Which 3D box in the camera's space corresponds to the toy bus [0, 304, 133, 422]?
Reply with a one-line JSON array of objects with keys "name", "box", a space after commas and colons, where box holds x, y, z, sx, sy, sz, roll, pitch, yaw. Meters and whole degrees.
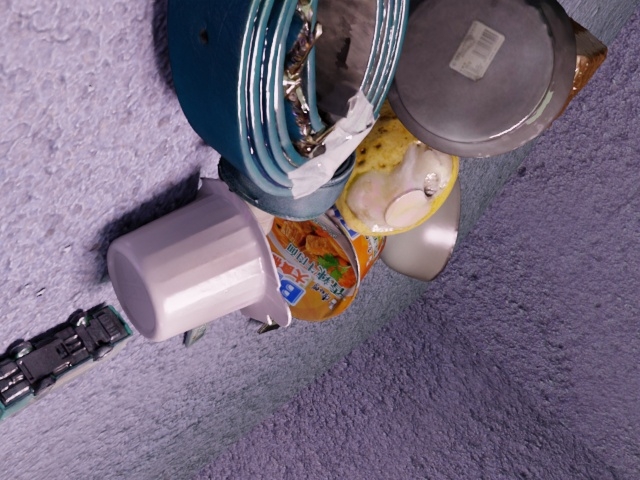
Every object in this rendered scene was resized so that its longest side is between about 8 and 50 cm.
[{"name": "toy bus", "box": [-0.448, 0.204, 1.287, 0.261, 0.091, 0.109, -29, 167, -46]}]

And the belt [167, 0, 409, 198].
[{"name": "belt", "box": [-0.032, -0.260, 0.976, 0.300, 0.173, 0.437, -34, 151, -28]}]

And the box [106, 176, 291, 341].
[{"name": "box", "box": [-0.212, 0.069, 1.256, 0.206, 0.291, 0.262, -25, 158, -30]}]

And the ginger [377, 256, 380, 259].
[{"name": "ginger", "box": [0.243, -0.057, 2.398, 0.270, 0.123, 0.219, -46, 180, -33]}]

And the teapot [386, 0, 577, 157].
[{"name": "teapot", "box": [0.294, -0.338, 1.296, 0.376, 0.305, 0.362, -61, 172, 20]}]

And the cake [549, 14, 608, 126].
[{"name": "cake", "box": [0.507, -0.436, 1.868, 0.282, 0.290, 0.256, -32, 160, -52]}]

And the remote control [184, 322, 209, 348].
[{"name": "remote control", "box": [-0.291, 0.203, 1.793, 0.061, 0.029, 0.162, -35, 165, -31]}]

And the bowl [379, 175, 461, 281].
[{"name": "bowl", "box": [0.232, -0.069, 2.092, 0.185, 0.354, 0.354, 7, 142, -14]}]

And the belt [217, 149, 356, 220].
[{"name": "belt", "box": [-0.046, -0.142, 1.269, 0.267, 0.206, 0.116, -39, 164, -55]}]

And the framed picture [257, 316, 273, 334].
[{"name": "framed picture", "box": [-0.068, 0.171, 2.233, 0.265, 0.016, 0.347, -48, 173, 2]}]

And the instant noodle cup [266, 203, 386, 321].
[{"name": "instant noodle cup", "box": [0.000, 0.000, 1.655, 0.214, 0.296, 0.296, -42, 166, -51]}]

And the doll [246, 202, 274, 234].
[{"name": "doll", "box": [-0.126, -0.072, 1.439, 0.149, 0.095, 0.192, -35, 163, -31]}]

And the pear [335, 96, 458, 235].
[{"name": "pear", "box": [0.123, -0.136, 1.440, 0.271, 0.271, 0.271, -43, 164, -16]}]
